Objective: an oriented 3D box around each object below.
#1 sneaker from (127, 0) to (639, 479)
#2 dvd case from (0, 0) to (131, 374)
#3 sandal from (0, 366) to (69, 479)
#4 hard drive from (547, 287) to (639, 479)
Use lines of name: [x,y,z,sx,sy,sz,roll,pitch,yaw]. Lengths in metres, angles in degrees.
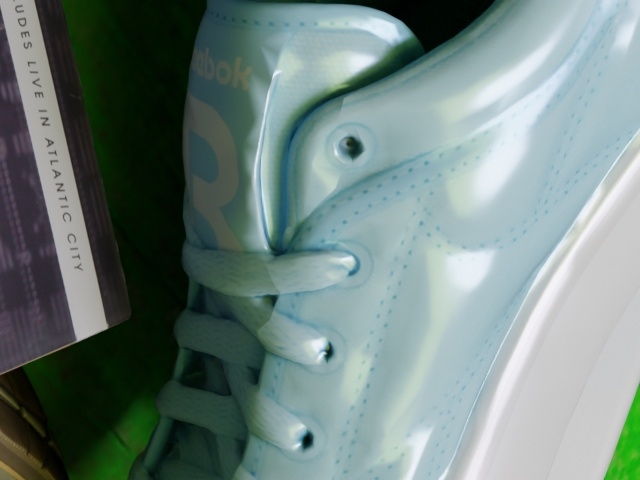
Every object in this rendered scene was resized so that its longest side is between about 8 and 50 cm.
sneaker: [0.000,0.000,0.429,0.150,0.135,0.366,32,86,-33]
dvd case: [-0.140,-0.028,0.329,0.221,0.018,0.164,-23,106,-49]
sandal: [-0.125,0.033,0.436,0.049,0.072,0.180,-24,136,-1]
hard drive: [0.054,0.036,0.602,0.233,0.047,0.353,-2,115,-41]
